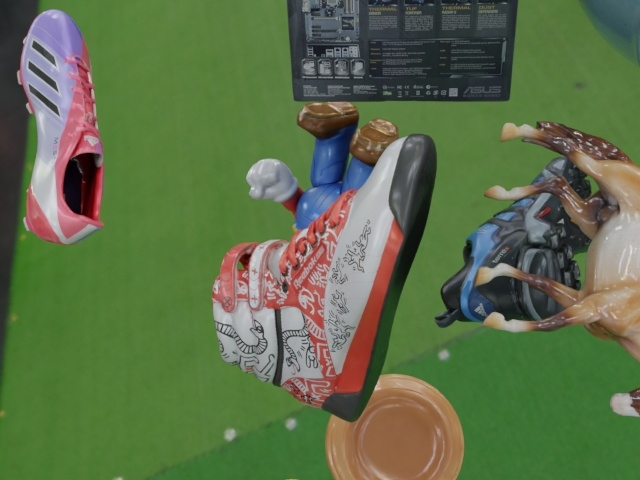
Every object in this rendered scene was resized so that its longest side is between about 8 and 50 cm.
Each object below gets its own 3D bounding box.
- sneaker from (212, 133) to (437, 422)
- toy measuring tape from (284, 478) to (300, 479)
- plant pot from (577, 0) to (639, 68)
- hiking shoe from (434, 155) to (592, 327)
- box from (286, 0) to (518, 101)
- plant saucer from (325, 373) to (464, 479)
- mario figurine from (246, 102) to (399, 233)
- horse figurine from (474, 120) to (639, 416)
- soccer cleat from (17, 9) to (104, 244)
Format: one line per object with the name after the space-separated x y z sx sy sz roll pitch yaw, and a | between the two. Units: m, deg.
-0.007 0.019 0.811 0.145 0.270 0.090 22 40 11 | sneaker
-0.103 0.469 1.707 0.330 0.121 0.121 -22 40 12 | toy measuring tape
0.388 -0.280 1.064 0.272 0.271 0.255 -20 42 16 | plant pot
0.217 -0.011 1.126 0.132 0.113 0.304 -10 20 28 | hiking shoe
0.082 -0.232 1.065 0.233 0.183 0.059 0 40 4 | box
0.107 0.288 1.484 0.200 0.037 0.199 1 77 -4 | plant saucer
0.000 0.000 1.311 0.170 0.320 0.198 0 30 -17 | mario figurine
0.211 0.005 0.817 0.175 0.066 0.263 14 57 -6 | horse figurine
-0.253 -0.118 1.064 0.095 0.083 0.248 -8 78 40 | soccer cleat
